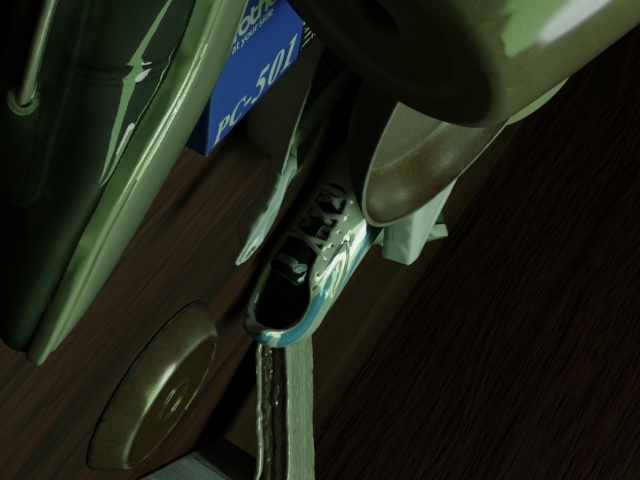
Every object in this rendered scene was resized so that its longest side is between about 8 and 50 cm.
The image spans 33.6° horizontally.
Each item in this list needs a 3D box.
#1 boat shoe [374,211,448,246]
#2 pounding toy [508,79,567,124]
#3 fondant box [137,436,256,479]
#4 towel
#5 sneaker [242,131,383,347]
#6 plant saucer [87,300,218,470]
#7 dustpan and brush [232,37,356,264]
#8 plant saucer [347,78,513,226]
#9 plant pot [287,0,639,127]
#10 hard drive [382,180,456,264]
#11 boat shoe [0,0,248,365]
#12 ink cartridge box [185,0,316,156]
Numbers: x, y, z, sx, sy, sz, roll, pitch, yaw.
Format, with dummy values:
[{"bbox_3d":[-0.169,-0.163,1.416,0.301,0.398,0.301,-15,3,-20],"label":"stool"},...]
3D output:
[{"bbox_3d":[0.097,-0.049,1.403,0.319,0.116,0.099,13,65,-72],"label":"boat shoe"},{"bbox_3d":[0.222,-0.252,1.384,0.237,0.110,0.183,4,133,-46],"label":"pounding toy"},{"bbox_3d":[-0.176,0.370,1.218,0.238,0.096,0.330,-60,169,3],"label":"fondant box"},{"bbox_3d":[-0.042,0.241,1.299,0.187,0.049,0.282,23,67,-81],"label":"towel"},{"bbox_3d":[0.000,0.000,1.030,0.237,0.085,0.086,-63,162,7],"label":"sneaker"},{"bbox_3d":[-0.135,0.130,0.905,0.168,0.029,0.168,-56,169,-17],"label":"plant saucer"},{"bbox_3d":[-0.021,-0.077,0.752,0.211,0.060,0.147,-55,169,-22],"label":"dustpan and brush"},{"bbox_3d":[0.117,-0.146,0.784,0.310,0.050,0.310,-46,164,-17],"label":"plant saucer"},{"bbox_3d":[0.095,-0.182,0.485,0.229,0.263,0.263,-50,168,-11],"label":"plant pot"},{"bbox_3d":[0.115,-0.153,0.985,0.307,0.040,0.203,91,22,-45],"label":"hard drive"},{"bbox_3d":[-0.077,-0.099,0.398,0.335,0.095,0.112,-59,-176,28],"label":"boat shoe"},{"bbox_3d":[-0.020,-0.150,0.591,0.207,0.046,0.097,-52,166,-32],"label":"ink cartridge box"}]
